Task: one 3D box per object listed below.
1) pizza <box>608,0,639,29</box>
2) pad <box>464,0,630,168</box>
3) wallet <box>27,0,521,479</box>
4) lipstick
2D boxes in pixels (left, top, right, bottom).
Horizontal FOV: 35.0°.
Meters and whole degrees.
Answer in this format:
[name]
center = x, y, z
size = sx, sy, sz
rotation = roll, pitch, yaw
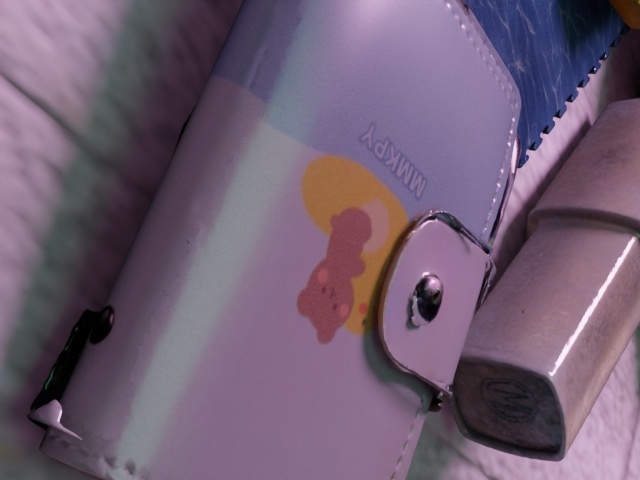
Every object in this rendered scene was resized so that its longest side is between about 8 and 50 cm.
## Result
[pizza]
center = 0.245, -0.238, 0.654
size = 0.262, 0.034, 0.181
rotation = -18, 95, -34
[pad]
center = 0.126, -0.210, 0.580
size = 0.269, 0.012, 0.269
rotation = -48, 127, -41
[wallet]
center = 0.000, 0.000, 0.381
size = 0.170, 0.069, 0.231
rotation = 38, 68, -41
[lipstick]
center = 0.154, 0.013, 0.567
size = 0.253, 0.077, 0.079
rotation = -48, 133, -40
